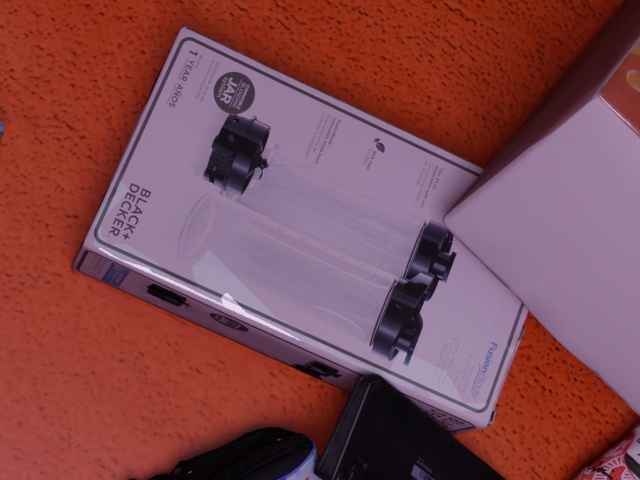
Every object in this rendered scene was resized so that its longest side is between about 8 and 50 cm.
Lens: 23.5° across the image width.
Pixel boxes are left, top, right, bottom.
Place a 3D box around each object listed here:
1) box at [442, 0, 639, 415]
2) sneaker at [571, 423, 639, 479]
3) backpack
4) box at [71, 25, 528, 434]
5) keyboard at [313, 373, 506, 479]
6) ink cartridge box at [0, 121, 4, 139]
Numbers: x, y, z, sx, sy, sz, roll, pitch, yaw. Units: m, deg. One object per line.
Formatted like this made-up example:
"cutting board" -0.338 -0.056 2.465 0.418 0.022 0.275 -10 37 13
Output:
"box" 0.276 -0.070 1.022 0.215 0.168 0.345 44 50 -3
"sneaker" 0.285 0.243 1.053 0.145 0.090 0.270 -42 88 -16
"backpack" -0.050 0.174 0.977 0.114 0.105 0.084 -29 109 -21
"box" 0.000 0.000 1.033 0.290 0.087 0.169 24 73 -8
"keyboard" 0.059 0.172 1.000 0.180 0.023 0.108 41 62 -38
"ink cartridge box" -0.278 -0.091 0.999 0.088 0.052 0.122 -36 90 -19
